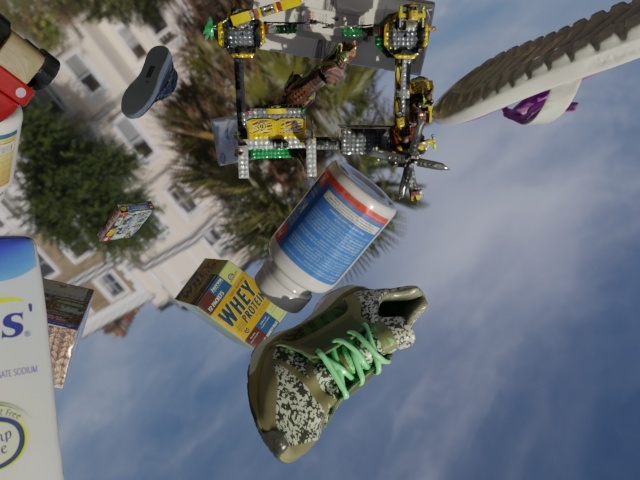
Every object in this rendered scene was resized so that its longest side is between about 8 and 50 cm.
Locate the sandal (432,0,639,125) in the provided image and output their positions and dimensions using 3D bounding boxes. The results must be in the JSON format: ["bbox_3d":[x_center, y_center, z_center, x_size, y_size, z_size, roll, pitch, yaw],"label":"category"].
[{"bbox_3d":[0.307,-0.205,0.885,0.169,0.102,0.416,-44,-162,-29],"label":"sandal"}]

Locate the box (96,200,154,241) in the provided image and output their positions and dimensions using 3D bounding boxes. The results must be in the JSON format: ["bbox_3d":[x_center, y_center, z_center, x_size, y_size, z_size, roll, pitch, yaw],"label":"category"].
[{"bbox_3d":[-0.477,-0.046,1.664,0.094,0.027,0.137,-11,158,-46],"label":"box"}]

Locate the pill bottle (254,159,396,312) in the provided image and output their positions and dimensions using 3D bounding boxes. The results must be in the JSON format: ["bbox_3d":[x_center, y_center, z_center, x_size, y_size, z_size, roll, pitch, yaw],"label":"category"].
[{"bbox_3d":[0.000,0.000,1.023,0.221,0.124,0.124,-51,-160,15],"label":"pill bottle"}]

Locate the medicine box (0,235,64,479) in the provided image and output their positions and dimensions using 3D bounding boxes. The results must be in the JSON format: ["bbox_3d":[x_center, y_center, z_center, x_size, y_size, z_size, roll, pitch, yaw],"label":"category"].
[{"bbox_3d":[-0.304,0.146,0.576,0.149,0.289,0.263,-7,-179,-24],"label":"medicine box"}]

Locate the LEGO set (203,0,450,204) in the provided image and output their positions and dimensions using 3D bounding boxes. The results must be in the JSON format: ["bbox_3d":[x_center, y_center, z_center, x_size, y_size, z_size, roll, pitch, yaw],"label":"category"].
[{"bbox_3d":[0.011,-0.189,0.871,0.331,0.255,0.192,6,-165,-9],"label":"LEGO set"}]

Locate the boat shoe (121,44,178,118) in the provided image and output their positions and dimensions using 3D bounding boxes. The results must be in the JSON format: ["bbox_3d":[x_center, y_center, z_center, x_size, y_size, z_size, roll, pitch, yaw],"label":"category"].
[{"bbox_3d":[-0.348,-0.311,1.420,0.065,0.083,0.183,13,-115,16],"label":"boat shoe"}]

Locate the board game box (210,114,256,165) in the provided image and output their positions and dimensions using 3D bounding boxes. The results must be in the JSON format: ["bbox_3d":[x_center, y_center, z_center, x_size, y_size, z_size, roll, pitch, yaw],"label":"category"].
[{"bbox_3d":[-0.160,-0.196,1.315,0.090,0.090,0.020,-12,-158,-14],"label":"board game box"}]

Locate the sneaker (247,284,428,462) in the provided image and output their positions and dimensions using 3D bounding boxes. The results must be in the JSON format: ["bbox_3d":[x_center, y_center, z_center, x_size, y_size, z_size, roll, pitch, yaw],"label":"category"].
[{"bbox_3d":[0.041,0.157,0.997,0.182,0.158,0.410,-26,-170,33],"label":"sneaker"}]

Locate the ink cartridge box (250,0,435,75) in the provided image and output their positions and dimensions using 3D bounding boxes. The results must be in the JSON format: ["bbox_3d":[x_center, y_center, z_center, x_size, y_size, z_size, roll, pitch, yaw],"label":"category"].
[{"bbox_3d":[0.034,-0.369,1.139,0.283,0.117,0.207,10,-157,0],"label":"ink cartridge box"}]

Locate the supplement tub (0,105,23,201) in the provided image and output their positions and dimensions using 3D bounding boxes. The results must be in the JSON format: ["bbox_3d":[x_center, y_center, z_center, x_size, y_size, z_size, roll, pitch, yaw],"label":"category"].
[{"bbox_3d":[-0.631,-0.169,1.242,0.144,0.144,0.200,-76,-170,-56],"label":"supplement tub"}]

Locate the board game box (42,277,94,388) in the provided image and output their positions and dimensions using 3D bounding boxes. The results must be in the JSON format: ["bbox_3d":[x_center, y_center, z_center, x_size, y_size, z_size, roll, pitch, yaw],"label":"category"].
[{"bbox_3d":[-0.670,0.193,1.567,0.291,0.232,0.141,-127,-127,-73],"label":"board game box"}]

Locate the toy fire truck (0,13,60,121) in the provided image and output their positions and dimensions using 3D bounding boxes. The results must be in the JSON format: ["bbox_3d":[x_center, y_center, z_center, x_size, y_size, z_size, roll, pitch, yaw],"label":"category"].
[{"bbox_3d":[-0.546,-0.233,1.001,0.217,0.158,0.246,32,-96,42],"label":"toy fire truck"}]

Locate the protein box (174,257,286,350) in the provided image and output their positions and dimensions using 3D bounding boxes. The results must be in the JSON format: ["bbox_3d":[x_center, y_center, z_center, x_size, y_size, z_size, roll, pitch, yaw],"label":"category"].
[{"bbox_3d":[-0.225,0.158,1.713,0.136,0.201,0.200,-56,-158,-16],"label":"protein box"}]
